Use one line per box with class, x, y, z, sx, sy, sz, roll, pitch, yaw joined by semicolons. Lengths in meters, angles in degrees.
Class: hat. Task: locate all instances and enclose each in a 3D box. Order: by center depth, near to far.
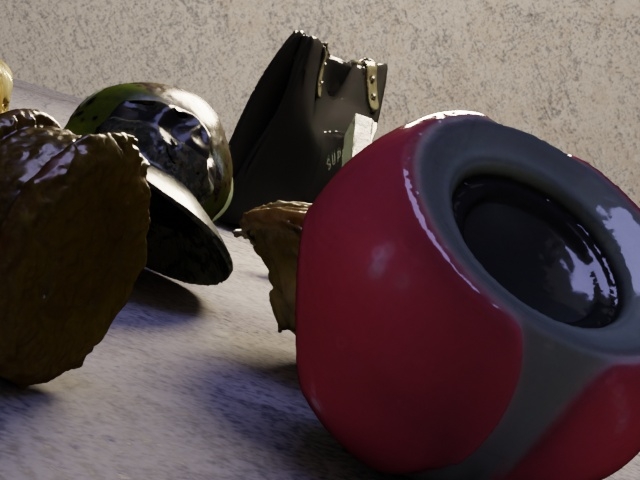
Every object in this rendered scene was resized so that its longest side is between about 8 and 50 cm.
hat;-0.173;-0.067;1.624;0.265;0.128;0.265;24;-24;11

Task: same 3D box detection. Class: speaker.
speaker;0.126;0.053;1.174;0.294;0.294;0.294;17;7;-2

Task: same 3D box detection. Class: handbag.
handbag;-0.012;-0.146;2.344;0.152;0.288;0.342;22;8;26

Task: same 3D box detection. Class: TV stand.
TV stand;0.045;-0.064;2.190;0.040;0.049;0.256;16;46;-11

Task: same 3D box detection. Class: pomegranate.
pomegranate;-0.213;-0.075;1.813;0.248;0.202;0.202;-17;-19;42

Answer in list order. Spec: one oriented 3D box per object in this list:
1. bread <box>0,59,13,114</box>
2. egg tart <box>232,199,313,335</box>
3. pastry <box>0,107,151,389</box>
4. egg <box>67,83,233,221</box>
bread;-0.388;-0.118;1.700;0.121;0.173;0.311;7;3;-9
egg tart;0.065;0.059;1.451;0.315;0.120;0.315;17;-7;2
pastry;-0.199;0.003;1.112;0.103;0.189;0.188;22;8;22
egg;-0.208;-0.097;1.983;0.231;0.169;0.169;30;11;20
